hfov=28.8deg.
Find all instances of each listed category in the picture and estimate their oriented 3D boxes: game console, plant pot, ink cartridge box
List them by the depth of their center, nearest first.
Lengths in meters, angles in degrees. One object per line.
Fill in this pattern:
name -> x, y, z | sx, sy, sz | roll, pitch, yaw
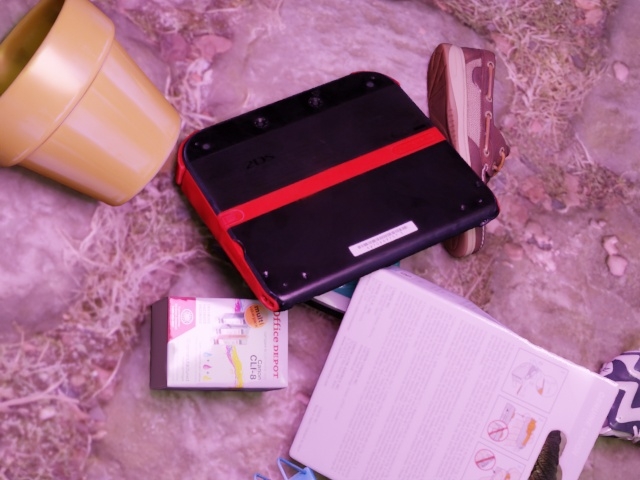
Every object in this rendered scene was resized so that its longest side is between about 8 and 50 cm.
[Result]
plant pot -> -0.332, -0.177, 1.709 | 0.239, 0.254, 0.254 | 39, 71, -25
ink cartridge box -> 0.182, 0.244, 1.736 | 0.385, 0.091, 0.308 | 25, 100, 17
ink cartridge box -> -0.144, 0.149, 1.771 | 0.176, 0.127, 0.128 | 3, 80, -19
game console -> 0.016, -0.084, 1.809 | 0.387, 0.060, 0.342 | -23, 58, -20

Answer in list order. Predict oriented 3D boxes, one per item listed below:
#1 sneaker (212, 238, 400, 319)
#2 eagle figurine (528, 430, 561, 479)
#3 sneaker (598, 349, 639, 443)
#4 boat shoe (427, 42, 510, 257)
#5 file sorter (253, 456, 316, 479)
sneaker -> 0.000, 0.000, 1.842 | 0.296, 0.124, 0.178 | 26, 79, -21
eagle figurine -> 0.244, 0.322, 1.840 | 0.225, 0.226, 0.298 | 18, 80, 1
sneaker -> 0.496, 0.307, 1.980 | 0.153, 0.094, 0.235 | -25, 90, -19
boat shoe -> 0.244, -0.142, 1.954 | 0.123, 0.123, 0.342 | 1, 75, -17
file sorter -> -0.081, 0.394, 1.708 | 0.170, 0.104, 0.118 | -36, 53, 9
